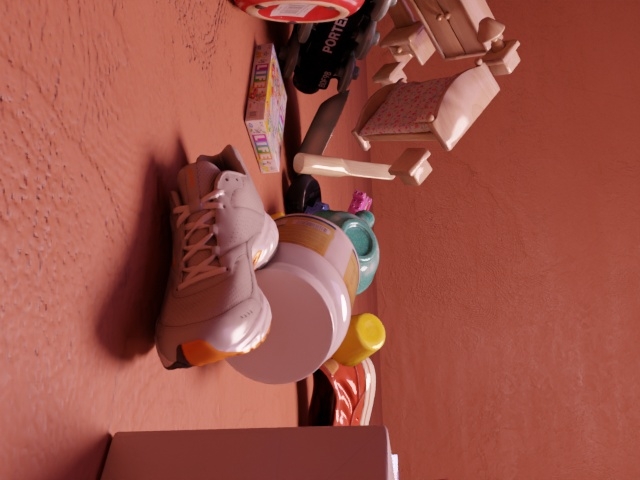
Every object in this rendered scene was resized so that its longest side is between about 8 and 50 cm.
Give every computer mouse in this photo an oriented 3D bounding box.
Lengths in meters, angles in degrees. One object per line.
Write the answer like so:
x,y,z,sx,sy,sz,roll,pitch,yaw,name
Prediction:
-0.031,0.000,1.216,0.071,0.041,0.242,-37,134,-54,computer mouse

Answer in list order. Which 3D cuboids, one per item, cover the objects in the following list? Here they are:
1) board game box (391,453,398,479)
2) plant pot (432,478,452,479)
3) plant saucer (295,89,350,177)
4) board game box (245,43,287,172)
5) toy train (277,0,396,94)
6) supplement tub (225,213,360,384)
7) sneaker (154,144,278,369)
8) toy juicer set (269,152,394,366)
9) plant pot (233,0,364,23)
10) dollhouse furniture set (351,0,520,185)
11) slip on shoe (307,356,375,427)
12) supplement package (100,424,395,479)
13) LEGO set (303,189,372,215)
0.062,0.451,1.239,0.211,0.039,0.160,-30,-124,57,board game box
0.066,0.459,0.973,0.275,0.243,0.275,-3,90,-81,plant pot
-0.007,-0.179,1.254,0.195,0.037,0.195,-156,-90,-84,plant saucer
-0.075,-0.186,1.017,0.103,0.026,0.154,76,14,-53,board game box
0.028,-0.380,1.141,0.334,0.142,0.190,123,-24,-59,toy train
-0.034,0.059,0.796,0.200,0.144,0.144,-63,148,-73,supplement tub
-0.099,0.002,0.617,0.262,0.099,0.121,-93,168,-63,sneaker
0.000,0.000,1.032,0.089,0.209,0.329,-33,-139,49,toy juicer set
-0.022,-0.369,0.899,0.191,0.191,0.174,-38,127,-80,plant pot
0.108,-0.269,1.125,0.355,0.303,0.174,-50,120,-21,dollhouse furniture set
0.015,0.349,1.205,0.123,0.101,0.331,12,-84,60,slip on shoe
-0.037,0.287,0.511,0.199,0.198,0.263,-85,168,-46,supplement package
-0.003,0.003,1.122,0.093,0.087,0.227,73,38,-66,LEGO set
